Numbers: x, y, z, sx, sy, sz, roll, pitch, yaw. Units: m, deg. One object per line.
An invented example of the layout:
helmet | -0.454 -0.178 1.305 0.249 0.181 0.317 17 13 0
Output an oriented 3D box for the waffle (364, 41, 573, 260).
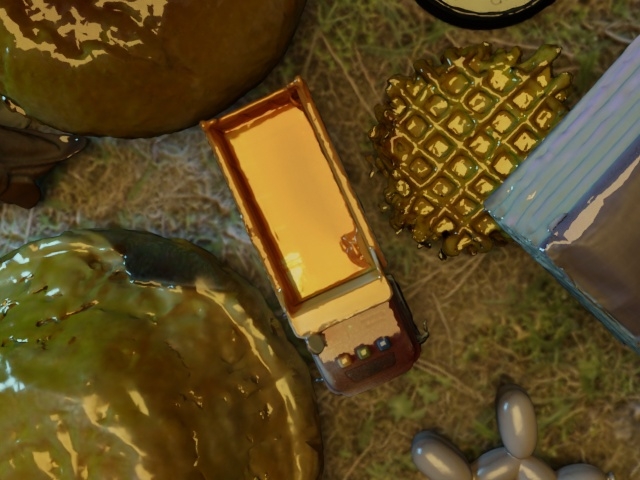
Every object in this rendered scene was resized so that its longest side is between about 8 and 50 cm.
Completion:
waffle | 0.140 -0.084 0.771 0.197 0.070 0.192 -14 91 9

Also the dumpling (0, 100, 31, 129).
dumpling | -0.356 -0.202 0.797 0.167 0.126 0.215 -29 86 -9

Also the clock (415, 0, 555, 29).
clock | 0.155 -0.290 0.774 0.185 0.040 0.184 0 92 6

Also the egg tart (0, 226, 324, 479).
egg tart | -0.218 0.205 0.763 0.444 0.178 0.442 0 93 8

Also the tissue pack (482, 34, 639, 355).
tissue pack | 0.335 -0.071 0.682 0.242 0.125 0.343 39 97 -27

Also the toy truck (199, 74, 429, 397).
toy truck | 0.000 0.000 0.753 0.114 0.135 0.270 -25 89 6

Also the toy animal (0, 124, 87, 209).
toy animal | -0.325 -0.068 0.805 0.188 0.179 0.089 -6 69 -26

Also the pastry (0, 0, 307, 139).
pastry | -0.175 -0.257 0.727 0.356 0.164 0.355 1 84 -10

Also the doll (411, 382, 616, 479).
doll | 0.183 0.223 0.780 0.161 0.059 0.160 -29 89 6
